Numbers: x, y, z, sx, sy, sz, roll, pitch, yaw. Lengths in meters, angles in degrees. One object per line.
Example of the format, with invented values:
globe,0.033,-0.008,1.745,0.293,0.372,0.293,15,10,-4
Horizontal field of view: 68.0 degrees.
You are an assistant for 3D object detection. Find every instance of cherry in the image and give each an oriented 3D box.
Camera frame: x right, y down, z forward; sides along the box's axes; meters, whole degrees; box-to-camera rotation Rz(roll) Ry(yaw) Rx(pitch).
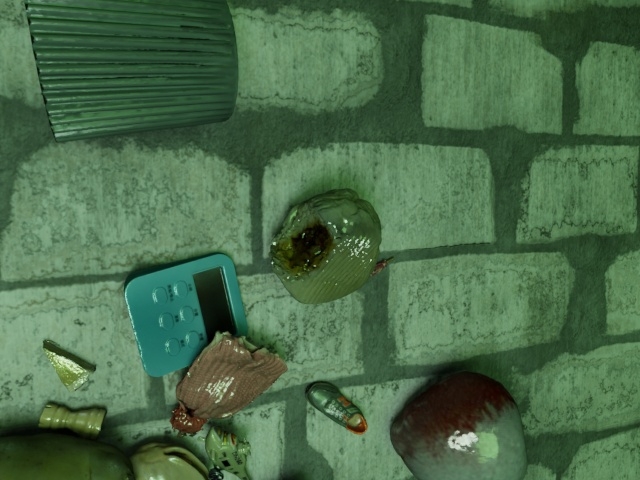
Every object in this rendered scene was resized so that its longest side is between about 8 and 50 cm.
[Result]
cherry,0.380,0.529,1.258,0.335,0.291,0.326,-33,99,-5

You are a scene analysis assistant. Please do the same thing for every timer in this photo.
timer,-0.294,0.160,1.070,0.250,0.091,0.231,-16,100,-22

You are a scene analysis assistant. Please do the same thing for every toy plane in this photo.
toy plane,-0.196,0.536,1.125,0.108,0.092,0.286,-13,119,6

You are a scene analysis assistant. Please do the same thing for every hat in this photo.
hat,-0.233,0.333,1.083,0.286,0.107,0.237,-46,127,5

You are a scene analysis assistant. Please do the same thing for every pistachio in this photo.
pistachio,-0.337,0.534,1.069,0.223,0.126,0.152,39,102,-26

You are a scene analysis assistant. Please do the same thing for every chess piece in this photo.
chess piece,-0.530,0.385,1.017,0.122,0.066,0.066,19,88,-15

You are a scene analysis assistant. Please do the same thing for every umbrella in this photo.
umbrella,0.128,0.086,1.253,0.165,0.025,0.027,-30,121,-14

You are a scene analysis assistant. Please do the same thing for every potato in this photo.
potato,-0.534,0.504,0.927,0.327,0.221,0.243,16,104,-11

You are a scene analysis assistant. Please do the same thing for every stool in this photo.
stool,-0.349,-0.345,0.905,0.330,0.297,0.296,-9,98,-24

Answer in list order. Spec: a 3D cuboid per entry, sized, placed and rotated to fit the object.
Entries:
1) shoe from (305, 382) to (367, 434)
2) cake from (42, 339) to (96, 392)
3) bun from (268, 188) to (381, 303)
shoe,0.048,0.435,1.224,0.194,0.077,0.074,41,81,-19
cake,-0.546,0.262,1.002,0.121,0.052,0.065,43,82,-19
bun,0.012,0.002,1.108,0.282,0.204,0.281,-17,138,-16
